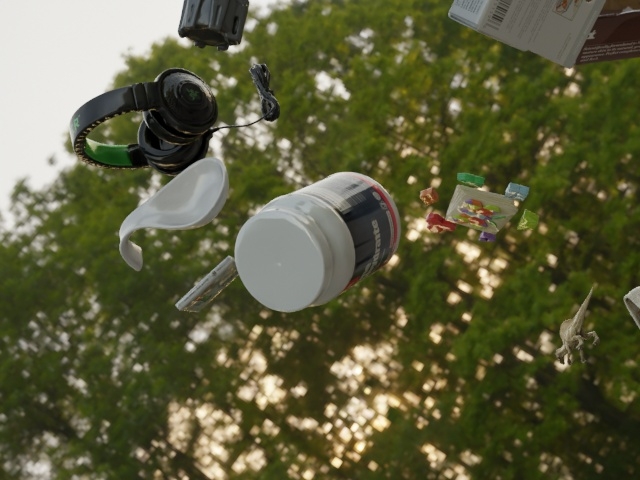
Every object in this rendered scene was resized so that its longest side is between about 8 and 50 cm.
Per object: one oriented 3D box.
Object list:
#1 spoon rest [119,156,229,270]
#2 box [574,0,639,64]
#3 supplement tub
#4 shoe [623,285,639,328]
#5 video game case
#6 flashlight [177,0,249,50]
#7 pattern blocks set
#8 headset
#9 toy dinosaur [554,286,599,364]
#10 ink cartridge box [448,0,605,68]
[{"bbox_3d":[-0.264,-0.046,1.762,0.276,0.137,0.084,-37,-45,27],"label":"spoon rest"},{"bbox_3d":[0.571,-0.548,2.062,0.191,0.381,0.143,-7,-37,-3],"label":"box"},{"bbox_3d":[0.000,0.000,1.680,0.272,0.191,0.191,-28,-39,-56],"label":"supplement tub"},{"bbox_3d":[0.479,0.159,1.354,0.058,0.219,0.076,-15,-19,-18],"label":"shoe"},{"bbox_3d":[-0.216,0.089,2.007,0.143,0.019,0.157,-42,-8,1],"label":"video game case"},{"bbox_3d":[-0.152,-0.439,1.514,0.103,0.103,0.304,22,-110,-32],"label":"flashlight"},{"bbox_3d":[0.379,-0.070,2.396,0.325,0.286,0.026,76,-154,-65],"label":"pattern blocks set"},{"bbox_3d":[-0.271,-0.242,1.872,0.394,0.185,0.243,-8,-20,-17],"label":"headset"},{"bbox_3d":[0.530,0.192,2.073,0.053,0.092,0.183,7,-64,-27],"label":"toy dinosaur"},{"bbox_3d":[0.318,-0.388,1.342,0.239,0.060,0.275,8,-68,-47],"label":"ink cartridge box"}]
